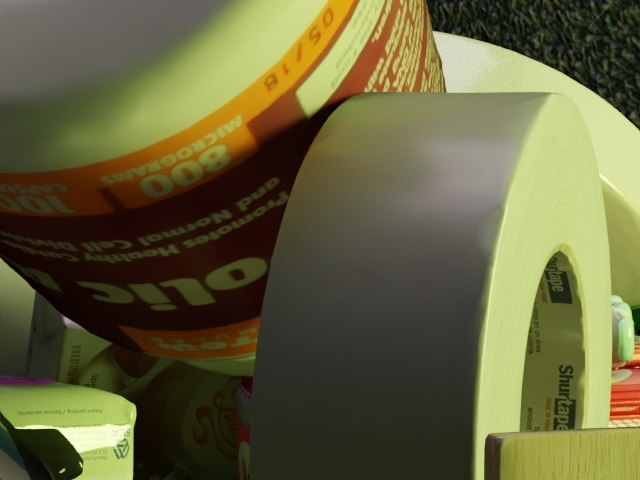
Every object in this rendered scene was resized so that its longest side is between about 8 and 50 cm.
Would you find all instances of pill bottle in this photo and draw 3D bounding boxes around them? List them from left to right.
[{"bbox_3d":[-0.063,-0.075,0.694,0.224,0.224,0.392,1,-17,10],"label":"pill bottle"}]

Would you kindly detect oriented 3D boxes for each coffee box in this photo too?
[{"bbox_3d":[-0.059,0.082,1.055,0.247,0.141,0.098,0,34,-20],"label":"coffee box"}]

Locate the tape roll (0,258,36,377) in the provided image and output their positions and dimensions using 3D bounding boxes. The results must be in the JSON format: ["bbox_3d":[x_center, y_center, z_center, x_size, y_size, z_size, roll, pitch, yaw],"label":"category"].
[{"bbox_3d":[-0.343,0.041,1.158,0.246,0.246,0.169,1,-1,25],"label":"tape roll"}]

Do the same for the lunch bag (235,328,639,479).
[{"bbox_3d":[0.109,0.115,0.907,0.293,0.120,0.258,-1,4,-18],"label":"lunch bag"}]

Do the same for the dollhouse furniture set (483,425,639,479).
[{"bbox_3d":[-0.011,0.103,0.410,0.144,0.123,0.151,1,0,-28],"label":"dollhouse furniture set"}]

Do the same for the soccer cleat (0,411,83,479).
[{"bbox_3d":[-0.187,0.062,0.575,0.143,0.116,0.331,-10,31,-30],"label":"soccer cleat"}]

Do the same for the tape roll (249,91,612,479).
[{"bbox_3d":[0.048,0.057,0.571,0.072,0.219,0.219,2,0,19],"label":"tape roll"}]

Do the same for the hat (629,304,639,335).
[{"bbox_3d":[0.233,0.157,1.064,0.173,0.183,0.208,11,-42,5],"label":"hat"}]

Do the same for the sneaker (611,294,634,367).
[{"bbox_3d":[0.118,0.045,0.852,0.069,0.038,0.098,-4,9,-13],"label":"sneaker"}]

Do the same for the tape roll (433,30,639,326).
[{"bbox_3d":[0.068,0.015,1.167,0.392,0.072,0.392,11,-39,9],"label":"tape roll"}]

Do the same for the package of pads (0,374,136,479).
[{"bbox_3d":[-0.270,0.112,0.824,0.229,0.101,0.296,3,-2,-41],"label":"package of pads"}]
